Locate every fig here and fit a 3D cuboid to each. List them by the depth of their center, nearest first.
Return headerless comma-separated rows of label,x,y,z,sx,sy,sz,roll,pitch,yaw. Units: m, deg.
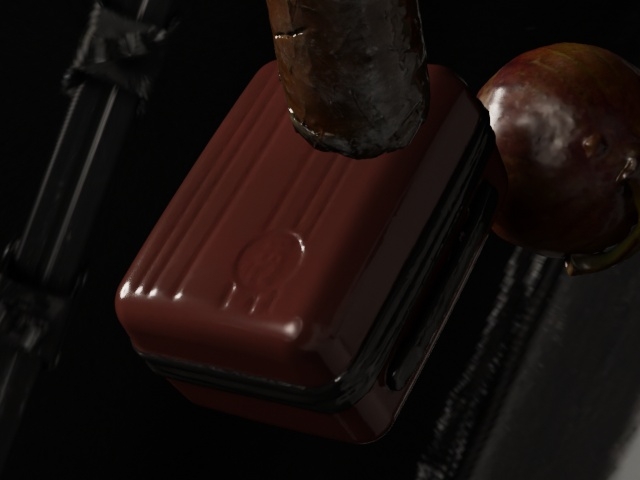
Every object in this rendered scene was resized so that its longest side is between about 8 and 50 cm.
fig,0.230,-0.072,1.192,0.205,0.205,0.205,-1,-82,-8

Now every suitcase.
suitcase,0.000,0.000,1.084,0.297,0.236,0.161,-60,-42,-27

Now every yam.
yam,0.013,-0.107,0.640,0.079,0.079,0.141,-17,-43,-5
